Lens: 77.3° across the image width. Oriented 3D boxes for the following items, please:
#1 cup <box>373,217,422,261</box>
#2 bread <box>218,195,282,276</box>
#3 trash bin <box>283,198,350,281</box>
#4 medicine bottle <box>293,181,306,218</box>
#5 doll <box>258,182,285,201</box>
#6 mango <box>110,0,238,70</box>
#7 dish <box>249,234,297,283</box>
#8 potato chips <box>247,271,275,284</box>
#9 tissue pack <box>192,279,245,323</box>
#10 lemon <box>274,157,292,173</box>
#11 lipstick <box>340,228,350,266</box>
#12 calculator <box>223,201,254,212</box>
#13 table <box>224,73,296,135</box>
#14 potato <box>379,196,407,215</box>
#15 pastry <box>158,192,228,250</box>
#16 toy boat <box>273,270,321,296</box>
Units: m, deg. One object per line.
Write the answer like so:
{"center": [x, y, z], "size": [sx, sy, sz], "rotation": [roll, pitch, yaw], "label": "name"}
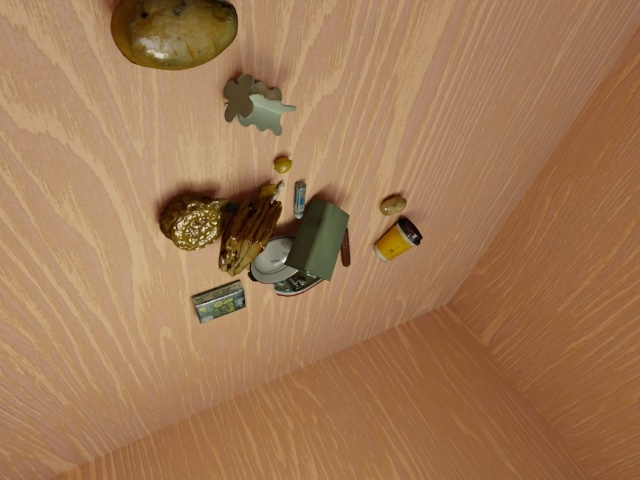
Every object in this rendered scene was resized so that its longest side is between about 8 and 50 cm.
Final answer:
{"center": [0.466, 0.002, 2.434], "size": [0.279, 0.196, 0.196], "rotation": [-40, 148, 25], "label": "cup"}
{"center": [-0.311, -0.031, 1.651], "size": [0.167, 0.277, 0.324], "rotation": [34, 141, -16], "label": "bread"}
{"center": [0.000, 0.000, 1.910], "size": [0.223, 0.158, 0.343], "rotation": [29, 81, -53], "label": "trash bin"}
{"center": [-0.095, -0.182, 1.827], "size": [0.051, 0.051, 0.191], "rotation": [-18, 145, -22], "label": "medicine bottle"}
{"center": [-0.218, -0.194, 1.707], "size": [0.113, 0.071, 0.135], "rotation": [-20, 156, -52], "label": "doll"}
{"center": [-0.368, -0.546, 1.041], "size": [0.329, 0.175, 0.176], "rotation": [-27, 174, -44], "label": "mango"}
{"center": [-0.220, 0.070, 1.985], "size": [0.316, 0.106, 0.316], "rotation": [-21, 139, -20], "label": "dish"}
{"center": [-0.297, 0.201, 2.080], "size": [0.026, 0.142, 0.209], "rotation": [-65, 165, 3], "label": "potato chips"}
{"center": [-0.520, 0.322, 2.079], "size": [0.257, 0.081, 0.185], "rotation": [-19, 145, -22], "label": "tissue pack"}
{"center": [-0.150, -0.303, 1.614], "size": [0.083, 0.062, 0.062], "rotation": [-25, 146, -9], "label": "lemon"}
{"center": [0.141, 0.044, 2.312], "size": [0.057, 0.057, 0.357], "rotation": [-27, 146, -11], "label": "lipstick"}
{"center": [-0.327, -0.138, 1.716], "size": [0.172, 0.018, 0.057], "rotation": [0, 137, -43], "label": "calculator"}
{"center": [-0.196, -0.443, 1.324], "size": [0.198, 0.166, 0.166], "rotation": [-1, 135, -52], "label": "table"}
{"center": [0.402, -0.193, 2.209], "size": [0.170, 0.080, 0.107], "rotation": [-25, 145, -21], "label": "potato"}
{"center": [-0.499, -0.083, 1.554], "size": [0.240, 0.132, 0.235], "rotation": [-13, 133, -39], "label": "pastry"}
{"center": [-0.114, 0.207, 2.219], "size": [0.332, 0.145, 0.133], "rotation": [-26, 147, -22], "label": "toy boat"}
